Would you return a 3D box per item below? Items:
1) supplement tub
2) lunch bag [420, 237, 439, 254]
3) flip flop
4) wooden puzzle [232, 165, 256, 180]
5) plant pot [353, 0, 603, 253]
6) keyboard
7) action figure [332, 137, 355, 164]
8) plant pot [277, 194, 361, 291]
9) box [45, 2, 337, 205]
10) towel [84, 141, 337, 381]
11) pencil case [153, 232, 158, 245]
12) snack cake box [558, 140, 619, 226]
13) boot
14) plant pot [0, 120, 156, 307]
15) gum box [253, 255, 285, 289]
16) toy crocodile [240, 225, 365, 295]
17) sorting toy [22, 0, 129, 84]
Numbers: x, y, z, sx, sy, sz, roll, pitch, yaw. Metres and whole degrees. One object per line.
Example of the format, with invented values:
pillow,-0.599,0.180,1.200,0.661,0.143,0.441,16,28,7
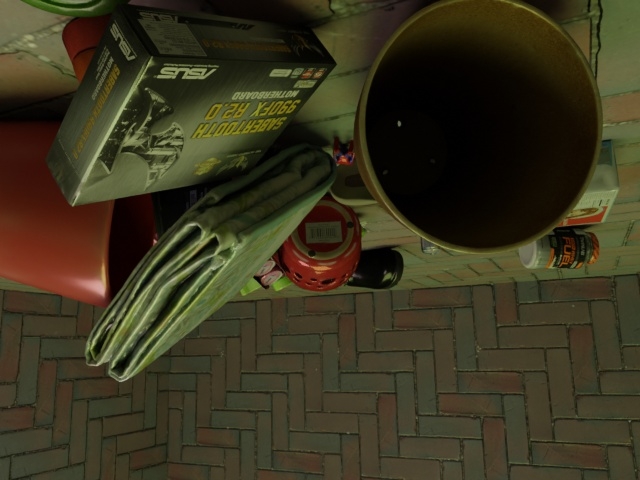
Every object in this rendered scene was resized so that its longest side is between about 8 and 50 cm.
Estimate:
supplement tub,0.668,0.022,1.568,0.190,0.117,0.117,-1,169,-4
lunch bag,0.300,0.000,1.530,0.053,0.071,0.083,-6,169,15
flip flop,0.122,-0.115,0.891,0.276,0.112,0.080,-3,156,35
wooden puzzle,-0.164,-0.108,1.022,0.238,0.044,0.221,11,164,-31
plant pot,0.135,-0.114,0.636,0.236,0.237,0.254,0,-176,-8
keyboard,-0.168,-0.081,0.894,0.201,0.033,0.317,-15,152,-20
action figure,0.038,-0.141,0.897,0.038,0.030,0.115,4,174,2
plant pot,0.000,0.000,1.222,0.191,0.191,0.174,-1,159,-3
box,-0.115,-0.124,0.531,0.231,0.056,0.183,-20,161,-51
towel,-0.142,0.016,0.815,0.320,0.090,0.374,-46,177,28
pencil case,-0.368,-0.044,1.115,0.209,0.098,0.095,2,-142,38
snack cake box,0.454,-0.092,1.040,0.152,0.089,0.264,-8,168,20
boot,0.078,0.098,1.847,0.260,0.131,0.348,6,167,-34
plant pot,-0.375,-0.049,0.783,0.243,0.275,0.275,8,168,-5
gum box,-0.147,0.026,1.192,0.062,0.107,0.188,-38,154,-3
toy crocodile,-0.050,0.039,1.371,0.340,0.115,0.105,-21,178,-5
sorting toy,-0.209,-0.172,0.467,0.126,0.126,0.365,-1,170,-1
